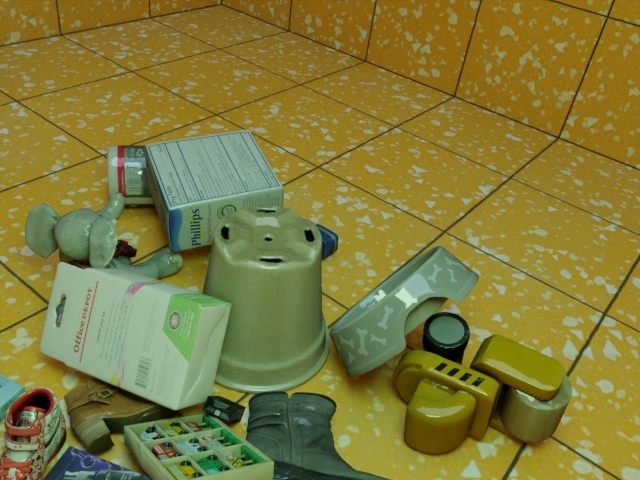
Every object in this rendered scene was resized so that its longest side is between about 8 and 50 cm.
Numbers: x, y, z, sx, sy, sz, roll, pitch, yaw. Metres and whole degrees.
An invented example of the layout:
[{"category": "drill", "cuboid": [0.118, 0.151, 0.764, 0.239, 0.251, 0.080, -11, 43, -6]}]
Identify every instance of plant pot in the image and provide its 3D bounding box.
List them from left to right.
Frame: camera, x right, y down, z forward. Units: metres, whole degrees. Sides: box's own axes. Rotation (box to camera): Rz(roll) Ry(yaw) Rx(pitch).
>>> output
[{"category": "plant pot", "cuboid": [-0.123, 0.103, 1.314, 0.334, 0.305, 0.334, 6, 36, -4]}]

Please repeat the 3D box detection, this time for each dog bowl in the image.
[{"category": "dog bowl", "cuboid": [0.166, 0.141, 1.290, 0.102, 0.349, 0.349, 52, 46, 3]}]

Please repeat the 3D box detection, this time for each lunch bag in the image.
[{"category": "lunch bag", "cuboid": [0.000, 0.000, 1.680, 0.098, 0.067, 0.065, 32, 41, 29]}]

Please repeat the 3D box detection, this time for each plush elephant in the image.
[{"category": "plush elephant", "cuboid": [-0.515, 0.010, 1.395, 0.272, 0.255, 0.330, 20, 38, 15]}]

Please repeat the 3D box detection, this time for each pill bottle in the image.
[{"category": "pill bottle", "cuboid": [-0.440, -0.185, 1.742, 0.319, 0.176, 0.176, -2, 38, -15]}]

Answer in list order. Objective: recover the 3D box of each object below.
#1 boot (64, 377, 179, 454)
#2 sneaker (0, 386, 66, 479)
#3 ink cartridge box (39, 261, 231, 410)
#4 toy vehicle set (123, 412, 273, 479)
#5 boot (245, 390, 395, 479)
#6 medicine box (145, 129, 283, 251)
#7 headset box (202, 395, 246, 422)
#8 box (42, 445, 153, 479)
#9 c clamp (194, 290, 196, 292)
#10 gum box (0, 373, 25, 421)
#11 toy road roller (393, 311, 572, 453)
[{"category": "boot", "cuboid": [-0.386, 0.314, 1.174, 0.197, 0.073, 0.152, -13, 35, -35]}, {"category": "sneaker", "cuboid": [-0.507, 0.374, 1.000, 0.090, 0.145, 0.270, 9, 36, -1]}, {"category": "ink cartridge box", "cuboid": [-0.372, 0.176, 1.203, 0.353, 0.207, 0.119, 15, 3, 22]}, {"category": "toy vehicle set", "cuboid": [-0.216, 0.363, 1.035, 0.166, 0.035, 0.267, 0, 4, -34]}, {"category": "boot", "cuboid": [0.010, 0.383, 1.123, 0.338, 0.118, 0.222, 11, 35, 4]}, {"category": "medicine box", "cuboid": [-0.275, -0.136, 1.550, 0.289, 0.149, 0.263, -13, 48, -20]}, {"category": "headset box", "cuboid": [-0.187, 0.331, 1.191, 0.062, 0.083, 0.032, 20, 80, 14]}, {"category": "box", "cuboid": [-0.355, 0.449, 0.963, 0.207, 0.108, 0.153, 17, 37, 9]}, {"category": "c clamp", "cuboid": [-0.350, 0.165, 1.343, 0.022, 0.161, 0.137, 57, 25, 3]}, {"category": "gum box", "cuboid": [-0.681, 0.315, 1.129, 0.157, 0.041, 0.184, 21, 39, 16]}, {"category": "toy road roller", "cuboid": [0.303, 0.324, 1.210, 0.330, 0.202, 0.240, 20, 50, 23]}]
